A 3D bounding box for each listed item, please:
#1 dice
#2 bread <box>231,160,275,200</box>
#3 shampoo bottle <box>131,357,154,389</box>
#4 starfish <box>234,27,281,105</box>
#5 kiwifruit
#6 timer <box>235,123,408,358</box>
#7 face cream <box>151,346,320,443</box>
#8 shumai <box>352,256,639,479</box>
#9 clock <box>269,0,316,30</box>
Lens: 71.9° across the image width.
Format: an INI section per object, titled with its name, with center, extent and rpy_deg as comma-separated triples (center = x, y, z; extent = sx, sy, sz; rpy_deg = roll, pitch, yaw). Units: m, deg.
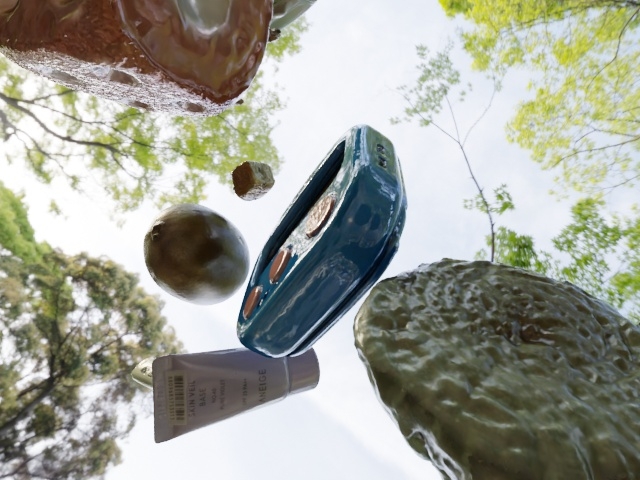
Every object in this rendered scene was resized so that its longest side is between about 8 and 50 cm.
[dice]
center = -0.161, -0.213, 0.387
extent = 0.179, 0.174, 0.174
rpy_deg = 9, -88, 30
[bread]
center = -0.153, -0.137, 1.012
extent = 0.070, 0.083, 0.076
rpy_deg = -24, -103, 33
[shampoo bottle]
center = -0.282, 0.245, 0.779
extent = 0.141, 0.049, 0.034
rpy_deg = 6, -70, 43
[starfish]
center = -0.194, -0.350, 0.666
extent = 0.302, 0.060, 0.299
rpy_deg = 43, -79, -2
[kiwifruit]
center = -0.249, 0.027, 0.889
extent = 0.196, 0.234, 0.195
rpy_deg = -11, -122, 19
[timer]
center = 0.000, 0.000, 0.667
extent = 0.115, 0.309, 0.340
rpy_deg = 30, -59, -16
[face cream]
center = -0.138, 0.235, 0.738
extent = 0.096, 0.274, 0.154
rpy_deg = 32, -58, 54
[shumai]
center = 0.177, 0.192, 0.445
extent = 0.304, 0.309, 0.263
rpy_deg = 3, -61, 3
[clock]
center = -0.119, -0.550, 0.996
extent = 0.265, 0.324, 0.108
rpy_deg = -18, -51, 21
